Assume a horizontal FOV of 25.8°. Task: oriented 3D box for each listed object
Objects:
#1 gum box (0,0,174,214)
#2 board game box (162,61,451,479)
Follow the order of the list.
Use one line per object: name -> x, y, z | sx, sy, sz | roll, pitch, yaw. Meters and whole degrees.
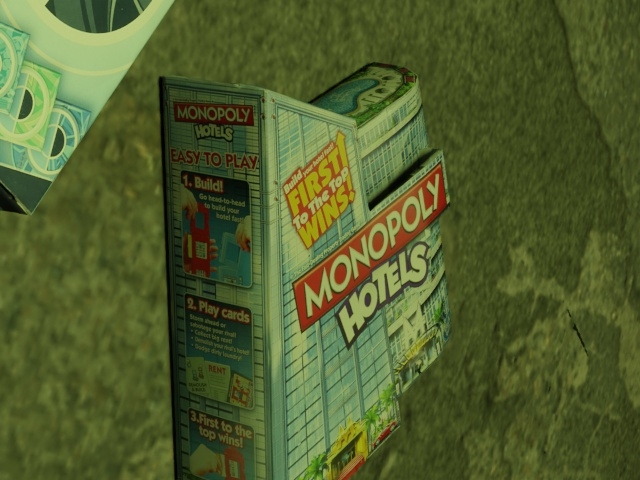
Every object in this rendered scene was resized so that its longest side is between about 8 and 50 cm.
gum box -> -0.104, -0.128, 0.465 | 0.184, 0.041, 0.157 | -62, 141, -25
board game box -> 0.000, 0.000, 0.631 | 0.194, 0.060, 0.194 | -38, 129, -43
